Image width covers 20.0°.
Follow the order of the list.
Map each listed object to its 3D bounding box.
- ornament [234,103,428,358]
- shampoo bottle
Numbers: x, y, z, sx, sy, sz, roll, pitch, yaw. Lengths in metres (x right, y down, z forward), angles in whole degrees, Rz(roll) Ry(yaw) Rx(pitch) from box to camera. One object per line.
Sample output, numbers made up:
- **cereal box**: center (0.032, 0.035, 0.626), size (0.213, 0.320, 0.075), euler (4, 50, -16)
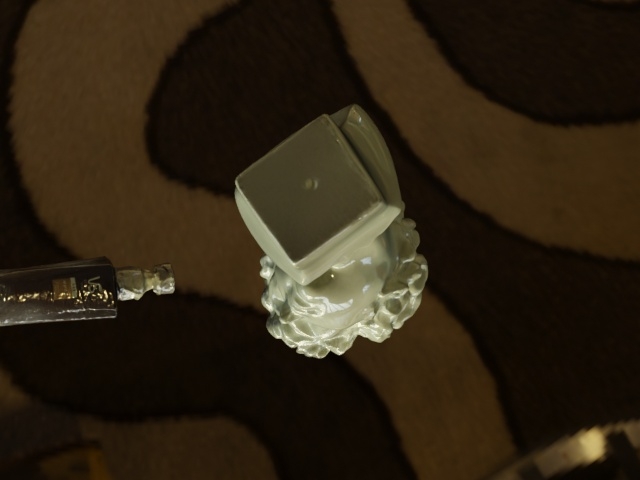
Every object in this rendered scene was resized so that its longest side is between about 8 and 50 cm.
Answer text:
- **ornament**: center (0.009, -0.012, 1.267), size (0.130, 0.285, 0.120), euler (-28, 68, -9)
- **shampoo bottle**: center (-0.247, 0.049, 1.805), size (0.207, 0.063, 0.057), euler (-5, 100, -15)
